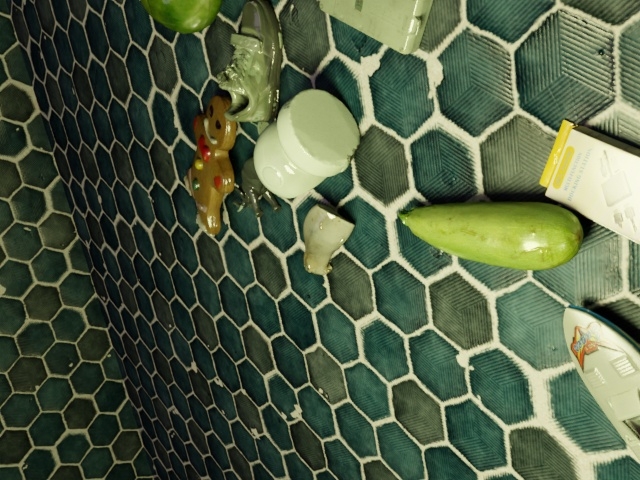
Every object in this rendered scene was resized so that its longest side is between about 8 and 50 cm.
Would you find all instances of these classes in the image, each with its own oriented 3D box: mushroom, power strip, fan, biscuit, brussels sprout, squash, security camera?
[{"bbox_3d":[0.000,0.000,1.438,0.116,0.093,0.225,33,130,7],"label":"mushroom"},{"bbox_3d":[0.096,-0.456,1.122,0.270,0.046,0.118,39,137,29],"label":"power strip"},{"bbox_3d":[-0.157,-0.296,1.540,0.083,0.004,0.056,37,133,33],"label":"fan"},{"bbox_3d":[-0.319,-0.229,1.665,0.283,0.064,0.432,65,148,28],"label":"biscuit"},{"bbox_3d":[-0.333,-0.627,1.421,0.244,0.244,0.244,26,127,40],"label":"brussels sprout"},{"bbox_3d":[0.288,-0.015,1.069,0.370,0.118,0.118,7,114,48],"label":"squash"},{"bbox_3d":[-0.049,-0.199,1.310,0.236,0.194,0.195,-31,85,49],"label":"security camera"}]

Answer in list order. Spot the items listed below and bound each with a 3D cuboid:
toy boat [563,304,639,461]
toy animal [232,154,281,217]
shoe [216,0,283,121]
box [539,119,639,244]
[{"bbox_3d":[0.498,0.232,0.971,0.295,0.088,0.129,56,141,12],"label":"toy boat"},{"bbox_3d":[-0.170,-0.128,1.585,0.137,0.082,0.269,57,145,17],"label":"toy animal"},{"bbox_3d":[-0.177,-0.412,1.388,0.109,0.149,0.293,26,128,41],"label":"shoe"},{"bbox_3d":[0.456,-0.080,0.904,0.247,0.033,0.129,35,133,34],"label":"box"}]
